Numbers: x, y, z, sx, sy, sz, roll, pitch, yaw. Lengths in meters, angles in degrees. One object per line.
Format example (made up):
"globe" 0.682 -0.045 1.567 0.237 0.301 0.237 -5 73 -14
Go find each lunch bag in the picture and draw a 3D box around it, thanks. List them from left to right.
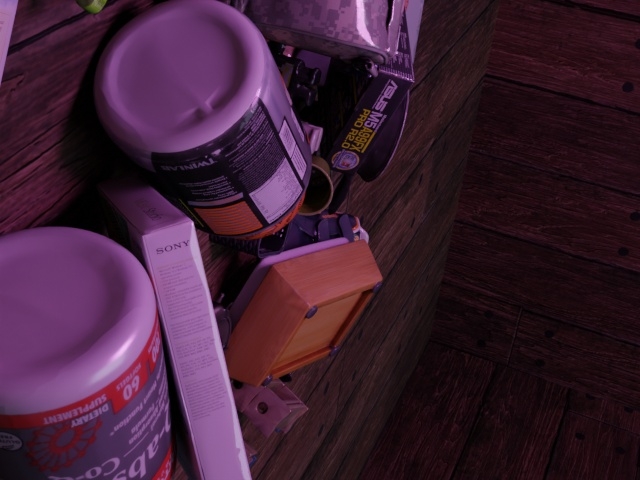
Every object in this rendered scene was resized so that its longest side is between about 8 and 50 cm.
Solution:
"lunch bag" -0.009 -0.362 1.065 0.212 0.256 0.305 -13 117 -71

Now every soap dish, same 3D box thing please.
"soap dish" -0.033 0.120 1.573 0.291 0.118 0.229 -15 142 -57

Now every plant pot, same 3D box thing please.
"plant pot" -0.016 -0.090 1.380 0.079 0.083 0.083 -67 168 -64

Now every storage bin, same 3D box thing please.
"storage bin" -0.091 -0.073 1.423 0.122 0.084 0.180 -10 117 -72

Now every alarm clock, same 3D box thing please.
"alarm clock" -0.188 0.173 1.407 0.192 0.064 0.129 -70 164 2

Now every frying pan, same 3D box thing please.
"frying pan" 0.066 -0.178 1.551 0.326 0.053 0.197 148 -48 -65

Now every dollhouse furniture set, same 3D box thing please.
"dollhouse furniture set" -0.142 0.326 1.661 0.183 0.129 0.129 -48 164 3

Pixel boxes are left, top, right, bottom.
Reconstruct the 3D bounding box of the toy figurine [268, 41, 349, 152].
"toy figurine" -0.051 -0.244 1.291 0.209 0.148 0.213 88 22 -64

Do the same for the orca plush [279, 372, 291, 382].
"orca plush" -0.055 0.154 1.847 0.151 0.102 0.287 -16 -151 54

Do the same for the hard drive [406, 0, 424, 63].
"hard drive" 0.142 -0.409 1.925 0.307 0.040 0.203 -49 152 -52

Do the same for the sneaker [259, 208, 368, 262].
"sneaker" 0.000 0.000 1.734 0.321 0.127 0.126 -25 132 -67

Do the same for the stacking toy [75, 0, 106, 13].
"stacking toy" -0.214 -0.319 0.773 0.167 0.052 0.221 22 77 -73

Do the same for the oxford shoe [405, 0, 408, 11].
"oxford shoe" 0.065 -0.465 1.523 0.146 0.140 0.397 -21 139 -30

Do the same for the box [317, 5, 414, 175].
"box" 0.062 -0.270 1.444 0.216 0.060 0.270 124 -27 -45

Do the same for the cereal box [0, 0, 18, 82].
"cereal box" -0.311 -0.122 0.701 0.173 0.047 0.240 -11 117 -74

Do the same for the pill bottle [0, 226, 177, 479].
"pill bottle" -0.252 0.180 0.923 0.363 0.210 0.210 91 23 -44

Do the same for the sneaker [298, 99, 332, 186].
"sneaker" -0.005 -0.155 1.633 0.106 0.078 0.234 -60 158 -29

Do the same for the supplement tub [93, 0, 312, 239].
"supplement tub" -0.119 -0.121 1.081 0.316 0.194 0.193 63 46 -69

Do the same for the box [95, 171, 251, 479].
"box" -0.161 0.104 1.006 0.058 0.232 0.322 -16 111 -20
